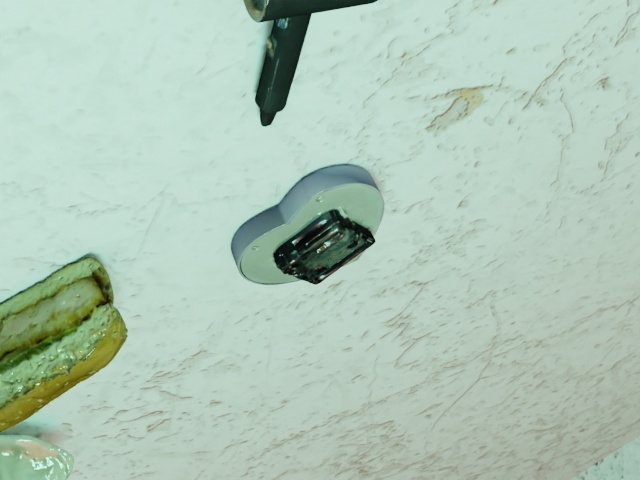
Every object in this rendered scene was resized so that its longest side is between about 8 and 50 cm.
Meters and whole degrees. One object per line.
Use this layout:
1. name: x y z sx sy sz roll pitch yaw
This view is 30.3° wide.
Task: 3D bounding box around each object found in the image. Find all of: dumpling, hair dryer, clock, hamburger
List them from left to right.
1. dumpling: -0.433 0.315 1.571 0.181 0.111 0.155 -47 118 -8
2. hamburger: -0.331 0.140 1.354 0.262 0.124 0.131 -28 149 7
3. hair dryer: -0.020 -0.195 1.144 0.128 0.070 0.255 -14 154 -19
4. clock: 0.000 0.000 1.433 0.198 0.064 0.172 -36 146 18
